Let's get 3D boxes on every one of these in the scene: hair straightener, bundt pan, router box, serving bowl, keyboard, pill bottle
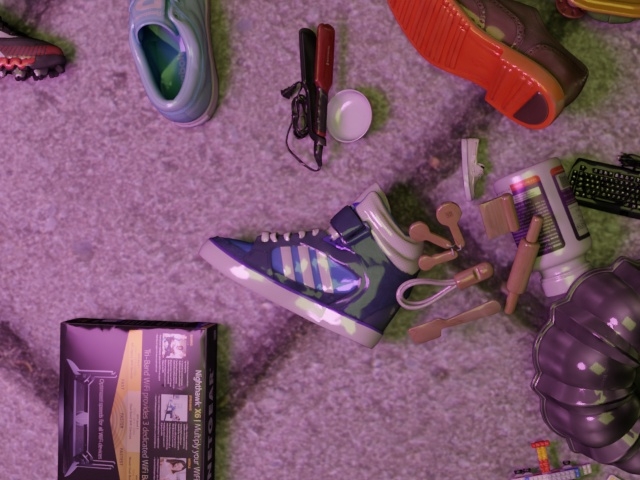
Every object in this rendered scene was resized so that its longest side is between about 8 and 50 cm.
[{"bbox_3d":[-0.019,-0.224,1.518,0.089,0.047,0.230,1,93,41],"label":"hair straightener"},{"bbox_3d":[0.478,0.191,1.373,0.330,0.124,0.331,-1,100,-7],"label":"bundt pan"},{"bbox_3d":[-0.294,0.283,1.540,0.243,0.081,0.309,2,91,7],"label":"router box"},{"bbox_3d":[0.049,-0.195,1.509,0.083,0.027,0.083,0,90,30],"label":"serving bowl"},{"bbox_3d":[0.478,-0.086,1.461,0.192,0.038,0.100,13,92,6],"label":"keyboard"},{"bbox_3d":[0.344,-0.019,1.442,0.108,0.108,0.193,-21,88,7],"label":"pill bottle"}]

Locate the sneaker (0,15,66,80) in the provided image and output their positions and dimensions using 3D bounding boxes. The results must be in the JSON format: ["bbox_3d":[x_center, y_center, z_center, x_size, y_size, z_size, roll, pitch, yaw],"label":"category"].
[{"bbox_3d":[-0.544,-0.331,1.549,0.276,0.097,0.135,8,94,8],"label":"sneaker"}]

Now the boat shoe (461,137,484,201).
[{"bbox_3d":[0.240,-0.111,1.491,0.035,0.035,0.100,-3,84,10],"label":"boat shoe"}]

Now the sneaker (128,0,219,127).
[{"bbox_3d":[-0.242,-0.363,1.486,0.135,0.150,0.366,-16,89,6],"label":"sneaker"}]

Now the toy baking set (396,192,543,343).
[{"bbox_3d":[0.216,0.042,1.404,0.196,0.030,0.256,5,116,-4],"label":"toy baking set"}]

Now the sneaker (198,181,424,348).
[{"bbox_3d":[0.000,0.000,1.485,0.322,0.130,0.236,27,86,9],"label":"sneaker"}]

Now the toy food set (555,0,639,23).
[{"bbox_3d":[0.420,-0.384,1.452,0.218,0.071,0.128,12,69,5],"label":"toy food set"}]

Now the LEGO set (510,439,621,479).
[{"bbox_3d":[0.408,0.353,1.467,0.182,0.060,0.244,31,92,6],"label":"LEGO set"}]

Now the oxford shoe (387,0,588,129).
[{"bbox_3d":[0.246,-0.323,1.462,0.363,0.130,0.132,44,63,11],"label":"oxford shoe"}]
